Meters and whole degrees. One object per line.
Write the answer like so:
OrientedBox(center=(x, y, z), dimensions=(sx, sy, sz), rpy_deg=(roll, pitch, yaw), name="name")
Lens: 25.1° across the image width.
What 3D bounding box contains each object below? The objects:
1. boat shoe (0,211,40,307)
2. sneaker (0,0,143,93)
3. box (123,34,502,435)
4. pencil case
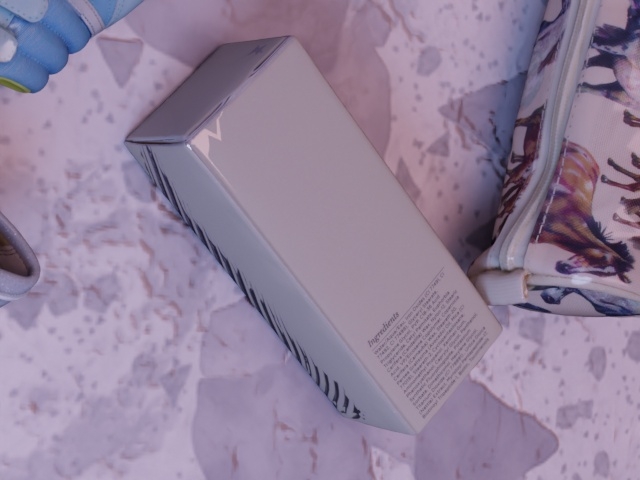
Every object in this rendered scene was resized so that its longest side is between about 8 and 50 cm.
OrientedBox(center=(-0.275, -0.076, 0.763), dimensions=(0.320, 0.103, 0.118), rpy_deg=(59, 21, -26), name="boat shoe")
OrientedBox(center=(-0.195, -0.204, 0.778), dimensions=(0.208, 0.127, 0.319), rpy_deg=(-51, 140, -17), name="sneaker")
OrientedBox(center=(0.000, 0.000, 0.984), dimensions=(0.113, 0.094, 0.275), rpy_deg=(-47, 116, -22), name="box")
OrientedBox(center=(0.229, -0.130, 1.087), dimensions=(0.184, 0.160, 0.410), rpy_deg=(19, 83, -33), name="pencil case")
